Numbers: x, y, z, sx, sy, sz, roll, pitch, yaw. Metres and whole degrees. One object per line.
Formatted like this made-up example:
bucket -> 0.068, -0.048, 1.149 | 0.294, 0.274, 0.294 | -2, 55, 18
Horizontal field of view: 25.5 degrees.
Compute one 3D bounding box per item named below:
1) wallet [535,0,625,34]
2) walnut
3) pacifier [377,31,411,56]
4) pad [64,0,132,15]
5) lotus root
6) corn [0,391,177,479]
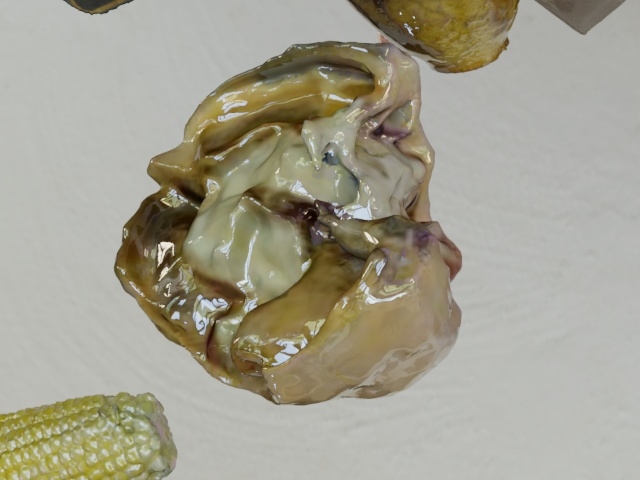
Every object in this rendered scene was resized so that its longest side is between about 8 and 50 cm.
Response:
wallet -> 0.209, -0.257, 1.290 | 0.152, 0.039, 0.118 | 37, 161, -8
walnut -> -0.009, 0.007, 0.841 | 0.204, 0.238, 0.141 | -23, 135, 22
pacifier -> 0.106, -0.215, 1.398 | 0.078, 0.099, 0.081 | 24, -154, -48
pad -> -0.145, -0.372, 1.147 | 0.063, 0.375, 0.315 | -26, 99, 39
lotus root -> 0.068, -0.275, 1.199 | 0.193, 0.193, 0.291 | 2, 135, 51
corn -> -0.232, 0.165, 0.967 | 0.288, 0.086, 0.086 | -16, 128, 16
